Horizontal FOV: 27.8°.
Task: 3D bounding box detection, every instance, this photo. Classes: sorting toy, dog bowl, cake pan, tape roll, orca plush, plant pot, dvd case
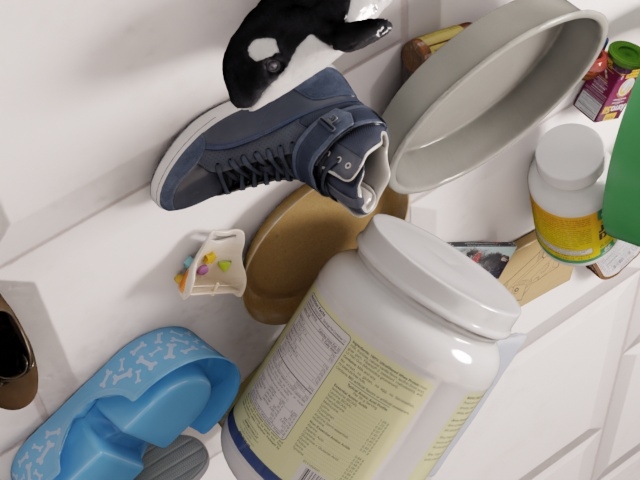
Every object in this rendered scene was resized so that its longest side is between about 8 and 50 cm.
[{"bbox_3d":[-0.113,0.021,1.382,0.083,0.045,0.075,0,122,-48],"label":"sorting toy"},{"bbox_3d":[-0.227,0.215,1.460,0.297,0.074,0.166,-44,149,3],"label":"dog bowl"},{"bbox_3d":[0.180,-0.163,1.407,0.293,0.054,0.293,-32,163,-11],"label":"cake pan"},{"bbox_3d":[0.347,-0.217,1.581,0.102,0.061,0.042,-1,135,-17],"label":"sorting toy"},{"bbox_3d":[0.459,-0.144,1.663,0.321,0.077,0.321,-47,149,-41],"label":"tape roll"},{"bbox_3d":[0.016,-0.237,1.146,0.287,0.151,0.102,-33,116,-5],"label":"orca plush"},{"bbox_3d":[0.000,0.000,1.489,0.236,0.032,0.236,-29,146,-22],"label":"plant pot"},{"bbox_3d":[0.202,0.037,1.758,0.119,0.013,0.087,1,130,-32],"label":"dvd case"}]

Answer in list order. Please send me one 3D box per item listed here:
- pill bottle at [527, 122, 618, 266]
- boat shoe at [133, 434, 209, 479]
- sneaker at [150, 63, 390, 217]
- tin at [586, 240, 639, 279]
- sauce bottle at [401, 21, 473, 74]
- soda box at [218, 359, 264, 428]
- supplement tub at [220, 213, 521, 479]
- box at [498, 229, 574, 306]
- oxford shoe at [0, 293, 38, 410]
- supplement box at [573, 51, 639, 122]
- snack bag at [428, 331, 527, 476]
[{"bbox_3d":[0.335,-0.062,1.705,0.117,0.117,0.208,-37,148,-9],"label":"pill bottle"},{"bbox_3d":[-0.240,0.306,1.571,0.226,0.083,0.076,-23,158,-9],"label":"boat shoe"},{"bbox_3d":[-0.039,-0.067,1.237,0.226,0.163,0.086,-36,150,-8],"label":"sneaker"},{"bbox_3d":[0.450,-0.001,1.994,0.106,0.040,0.189,-47,149,0],"label":"tin"},{"bbox_3d":[0.147,-0.209,1.382,0.128,0.042,0.042,-20,143,-30],"label":"sauce bottle"},{"bbox_3d":[-0.049,0.183,1.635,0.181,0.058,0.061,-45,149,6],"label":"soda box"},{"bbox_3d":[0.058,0.157,1.475,0.235,0.235,0.325,13,114,-54],"label":"supplement tub"},{"bbox_3d":[0.304,0.043,1.897,0.201,0.021,0.164,-27,146,-25],"label":"box"},{"bbox_3d":[-0.309,0.112,1.219,0.082,0.096,0.227,-35,150,-15],"label":"oxford shoe"},{"bbox_3d":[0.369,-0.197,1.647,0.055,0.043,0.083,-15,140,-40],"label":"supplement box"},{"bbox_3d":[0.121,0.264,1.948,0.342,0.037,0.323,-2,131,-41],"label":"snack bag"}]
